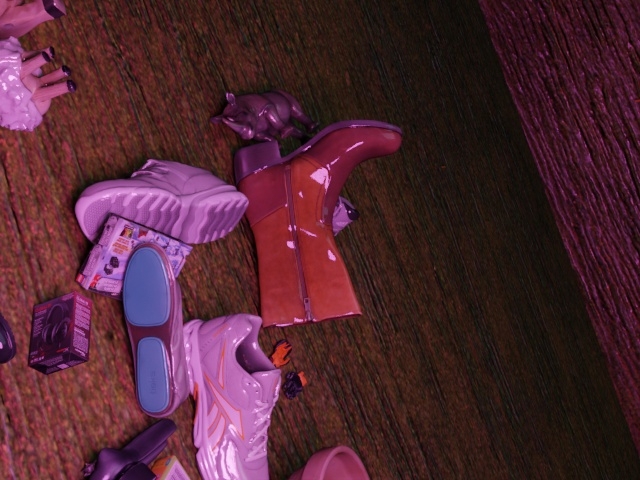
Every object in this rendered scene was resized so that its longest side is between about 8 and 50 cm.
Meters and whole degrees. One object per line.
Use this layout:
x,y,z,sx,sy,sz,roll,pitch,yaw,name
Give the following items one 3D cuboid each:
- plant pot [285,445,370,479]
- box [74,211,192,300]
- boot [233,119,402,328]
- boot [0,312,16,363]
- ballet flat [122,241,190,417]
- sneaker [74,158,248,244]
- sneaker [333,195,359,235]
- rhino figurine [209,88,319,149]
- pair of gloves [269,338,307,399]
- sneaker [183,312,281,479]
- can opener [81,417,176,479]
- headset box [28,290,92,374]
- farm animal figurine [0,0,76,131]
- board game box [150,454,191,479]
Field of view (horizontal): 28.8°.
-0.008,0.390,1.620,0.237,0.110,0.237,-10,90,-69,plant pot
-0.224,0.028,1.506,0.137,0.027,0.094,26,92,-56,box
0.018,-0.025,1.823,0.096,0.264,0.280,98,-20,-72,boot
-0.365,0.083,1.237,0.121,0.045,0.099,61,24,-3,boot
-0.194,0.104,1.495,0.068,0.072,0.213,-22,111,-69,ballet flat
-0.220,-0.048,1.589,0.115,0.105,0.281,42,22,24,sneaker
0.000,0.000,1.899,0.086,0.132,0.228,33,44,-52,sneaker
-0.091,-0.186,1.910,0.106,0.073,0.243,46,23,13,rhino figurine
-0.048,0.188,1.816,0.083,0.010,0.074,69,25,-9,pair of gloves
-0.097,0.216,1.576,0.099,0.121,0.262,-6,79,-64,sneaker
-0.213,0.251,1.409,0.073,0.059,0.186,42,18,2,can opener
-0.284,0.098,1.363,0.032,0.062,0.083,38,41,-49,headset box
-0.410,-0.305,1.306,0.327,0.172,0.330,52,21,-57,farm animal figurine
-0.188,0.369,1.392,0.124,0.039,0.259,60,25,-18,board game box
